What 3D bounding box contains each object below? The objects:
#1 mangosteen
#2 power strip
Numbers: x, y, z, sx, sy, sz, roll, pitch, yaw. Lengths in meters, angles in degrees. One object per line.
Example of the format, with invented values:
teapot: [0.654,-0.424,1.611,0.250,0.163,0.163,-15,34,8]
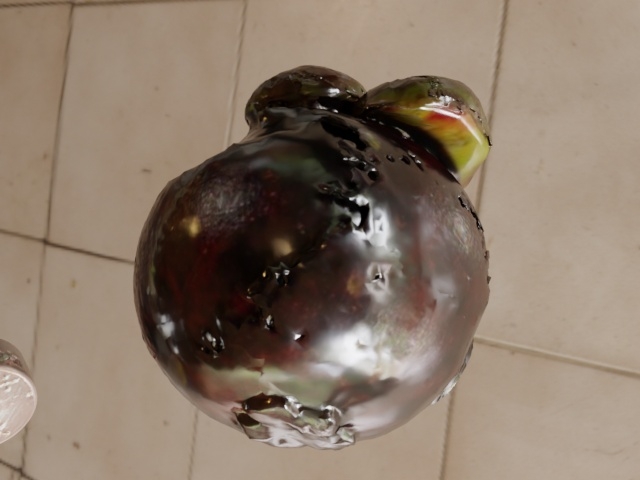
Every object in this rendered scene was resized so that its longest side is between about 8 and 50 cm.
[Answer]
mangosteen: [0.014,0.019,0.969,0.381,0.381,0.421,14,53,37]
power strip: [-0.481,0.213,1.271,0.078,0.154,0.154,44,115,47]
